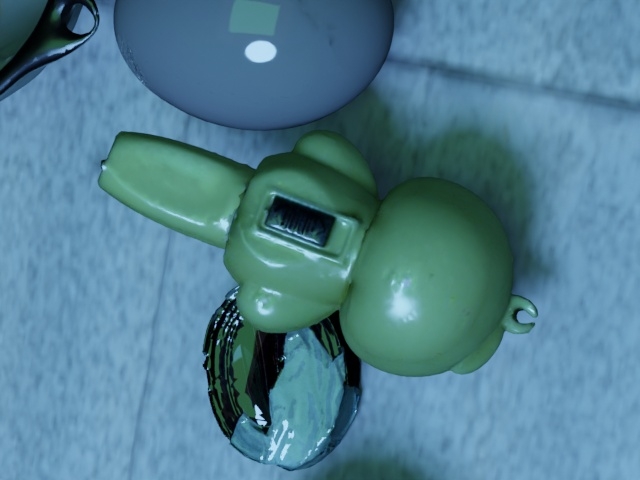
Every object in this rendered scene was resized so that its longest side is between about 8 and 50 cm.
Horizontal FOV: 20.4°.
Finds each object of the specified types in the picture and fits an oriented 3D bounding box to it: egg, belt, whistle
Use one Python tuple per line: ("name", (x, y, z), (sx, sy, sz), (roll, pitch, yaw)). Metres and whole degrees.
("egg", (-0.047, -0.147, 1.188), (0.198, 0.146, 0.146), (10, 96, 26))
("belt", (-0.025, 0.091, 1.241), (0.105, 0.058, 0.140), (-8, 86, 16))
("whistle", (0.003, 0.003, 1.178), (0.294, 0.141, 0.141), (20, 100, 16))

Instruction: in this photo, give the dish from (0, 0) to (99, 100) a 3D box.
("dish", (-0.265, -0.217, 1.286), (0.303, 0.120, 0.303), (1, 93, 22))
